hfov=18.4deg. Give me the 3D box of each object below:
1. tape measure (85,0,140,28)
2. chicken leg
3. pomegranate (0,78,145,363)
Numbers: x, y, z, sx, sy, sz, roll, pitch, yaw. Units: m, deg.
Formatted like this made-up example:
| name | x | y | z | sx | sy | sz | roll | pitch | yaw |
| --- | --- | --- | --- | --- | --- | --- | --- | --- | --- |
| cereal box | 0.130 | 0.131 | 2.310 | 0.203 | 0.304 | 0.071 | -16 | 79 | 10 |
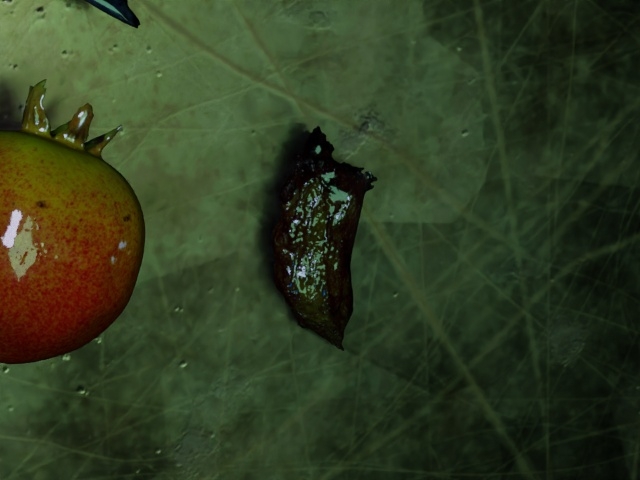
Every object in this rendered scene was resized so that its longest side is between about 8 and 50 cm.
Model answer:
| name | x | y | z | sx | sy | sz | roll | pitch | yaw |
| --- | --- | --- | --- | --- | --- | --- | --- | --- | --- |
| tape measure | -0.353 | -0.211 | 1.755 | 0.351 | 0.098 | 0.215 | 32 | 85 | -24 |
| chicken leg | 0.000 | 0.000 | 1.989 | 0.105 | 0.063 | 0.234 | 4 | 102 | -21 |
| pomegranate | -0.263 | -0.016 | 1.785 | 0.221 | 0.221 | 0.256 | 15 | 87 | -27 |
